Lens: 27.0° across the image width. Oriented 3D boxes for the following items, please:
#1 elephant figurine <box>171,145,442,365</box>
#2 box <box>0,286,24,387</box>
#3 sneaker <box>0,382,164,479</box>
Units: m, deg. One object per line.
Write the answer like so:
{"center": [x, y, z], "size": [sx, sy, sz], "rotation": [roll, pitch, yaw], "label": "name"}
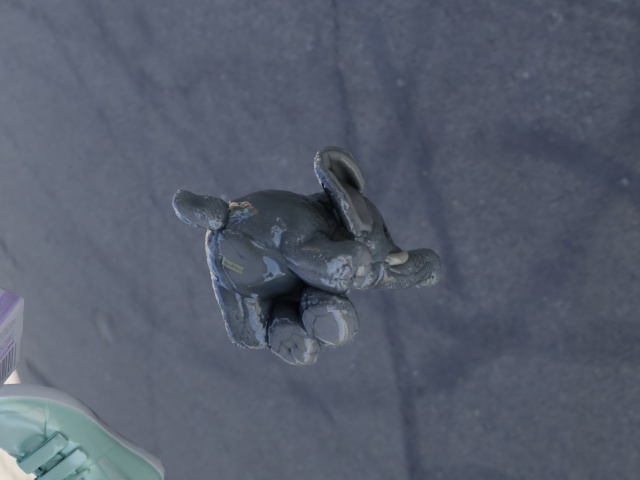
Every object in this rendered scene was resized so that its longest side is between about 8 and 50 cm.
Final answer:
{"center": [0.000, 0.000, 1.249], "size": [0.169, 0.239, 0.186], "rotation": [5, 118, 23], "label": "elephant figurine"}
{"center": [-0.259, 0.137, 0.674], "size": [0.063, 0.324, 0.067], "rotation": [22, 135, 9], "label": "box"}
{"center": [-0.273, 0.259, 1.436], "size": [0.094, 0.256, 0.151], "rotation": [-39, 33, 27], "label": "sneaker"}
